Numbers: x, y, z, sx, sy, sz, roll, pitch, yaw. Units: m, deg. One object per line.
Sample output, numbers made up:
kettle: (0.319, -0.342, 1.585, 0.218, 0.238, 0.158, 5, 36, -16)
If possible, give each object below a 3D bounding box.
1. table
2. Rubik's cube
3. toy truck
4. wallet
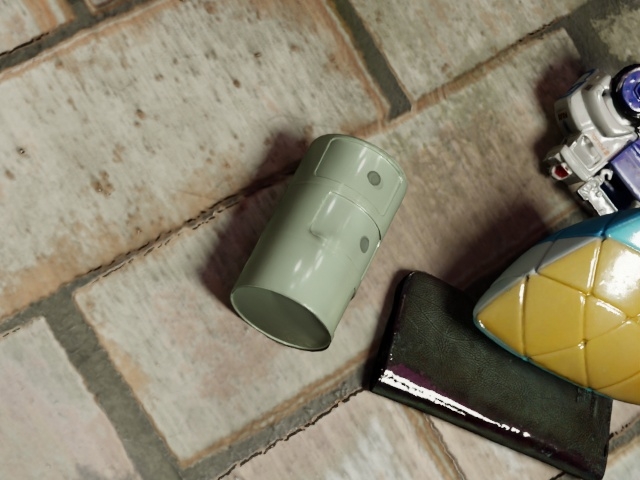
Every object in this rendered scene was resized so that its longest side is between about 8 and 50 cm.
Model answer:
table: (0.000, 0.000, 1.473, 0.126, 0.126, 0.220, 34, 62, -12)
Rubik's cube: (0.277, 0.065, 1.563, 0.254, 0.254, 0.254, 9, 69, -23)
toy truck: (0.387, -0.114, 1.703, 0.177, 0.161, 0.213, -40, 92, -7)
wallet: (0.218, 0.162, 1.569, 0.318, 0.045, 0.172, 26, 59, -14)
